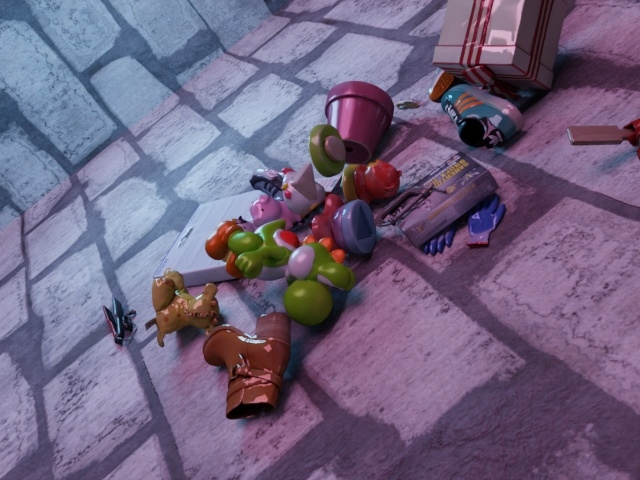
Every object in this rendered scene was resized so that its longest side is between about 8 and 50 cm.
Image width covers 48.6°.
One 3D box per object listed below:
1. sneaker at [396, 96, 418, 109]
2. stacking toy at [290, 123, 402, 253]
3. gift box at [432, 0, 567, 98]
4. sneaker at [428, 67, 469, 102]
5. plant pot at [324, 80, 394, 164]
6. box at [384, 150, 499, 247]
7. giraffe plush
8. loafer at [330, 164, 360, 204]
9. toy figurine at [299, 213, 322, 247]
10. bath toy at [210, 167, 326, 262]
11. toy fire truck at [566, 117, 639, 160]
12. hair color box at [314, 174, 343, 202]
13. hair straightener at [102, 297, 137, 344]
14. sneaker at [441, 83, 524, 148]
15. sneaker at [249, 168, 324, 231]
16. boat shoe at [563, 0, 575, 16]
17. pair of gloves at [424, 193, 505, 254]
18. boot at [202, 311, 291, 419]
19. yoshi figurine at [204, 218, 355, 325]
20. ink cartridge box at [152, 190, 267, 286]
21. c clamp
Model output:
[{"bbox_3d":[0.264,-0.417,2.131,0.083,0.032,0.037,9,54,50],"label":"sneaker"},{"bbox_3d":[0.077,-0.132,1.708,0.130,0.279,0.308,-9,42,31],"label":"stacking toy"},{"bbox_3d":[0.442,-0.503,1.799,0.276,0.255,0.258,13,92,46],"label":"gift box"},{"bbox_3d":[0.373,-0.472,2.051,0.121,0.099,0.262,-6,34,52],"label":"sneaker"},{"bbox_3d":[0.100,-0.325,2.037,0.201,0.201,0.180,-9,57,38],"label":"plant pot"},{"bbox_3d":[0.273,-0.098,1.637,0.231,0.056,0.183,-36,21,6],"label":"box"},{"bbox_3d":[-0.337,0.175,1.841,0.171,0.181,0.210,-5,28,11],"label":"giraffe plush"},{"bbox_3d":[0.083,-0.136,1.923,0.061,0.062,0.170,18,61,28],"label":"loafer"},{"bbox_3d":[0.000,0.000,1.781,0.173,0.130,0.159,27,56,33],"label":"toy figurine"},{"bbox_3d":[-0.137,-0.063,1.823,0.348,0.129,0.151,-37,1,36],"label":"bath toy"},{"bbox_3d":[0.630,-0.195,1.369,0.246,0.158,0.217,-30,30,34],"label":"toy fire truck"},{"bbox_3d":[0.005,-0.143,2.013,0.141,0.043,0.072,-3,45,45],"label":"hair color box"},{"bbox_3d":[-0.593,0.232,2.109,0.089,0.047,0.230,-39,31,-3],"label":"hair straightener"},{"bbox_3d":[0.377,-0.311,1.800,0.121,0.108,0.302,-39,30,-6],"label":"sneaker"},{"bbox_3d":[-0.119,-0.111,1.986,0.269,0.101,0.153,13,78,41],"label":"sneaker"},{"bbox_3d":[0.610,-0.633,2.010,0.254,0.095,0.079,-42,33,-11],"label":"boat shoe"},{"bbox_3d":[0.311,-0.036,1.580,0.198,0.023,0.159,-10,40,37],"label":"pair of gloves"},{"bbox_3d":[-0.176,0.297,1.570,0.284,0.109,0.220,-20,47,32],"label":"boot"},{"bbox_3d":[-0.098,0.086,1.633,0.362,0.202,0.204,16,29,32],"label":"yoshi figurine"},{"bbox_3d":[-0.304,-0.006,2.118,0.330,0.071,0.324,-11,40,39],"label":"ink cartridge box"},{"bbox_3d":[0.194,-0.082,1.621,0.161,0.022,0.137,-40,22,-2],"label":"c clamp"}]
